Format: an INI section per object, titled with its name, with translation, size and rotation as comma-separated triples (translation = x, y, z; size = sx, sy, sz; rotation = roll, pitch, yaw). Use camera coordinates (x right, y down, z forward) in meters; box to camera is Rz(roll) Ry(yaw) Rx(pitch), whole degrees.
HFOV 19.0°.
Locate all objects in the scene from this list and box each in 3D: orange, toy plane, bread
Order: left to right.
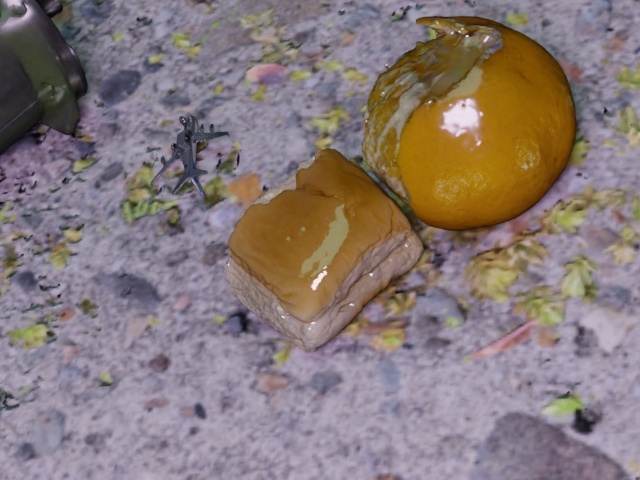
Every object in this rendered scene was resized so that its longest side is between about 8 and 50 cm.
[toy plane]
translation = -0.100, -0.069, 1.457
size = 0.078, 0.024, 0.084
rotation = -31, 45, 23
[bread]
translation = -0.001, 0.001, 1.317
size = 0.125, 0.082, 0.106
rotation = -40, 41, -14
[orange]
translation = 0.100, -0.085, 1.313
size = 0.156, 0.134, 0.156
rotation = -6, 43, 5

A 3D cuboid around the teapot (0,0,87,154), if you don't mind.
[teapot]
translation = -0.362, -0.118, 1.472
size = 0.337, 0.200, 0.270
rotation = -41, 93, -15
